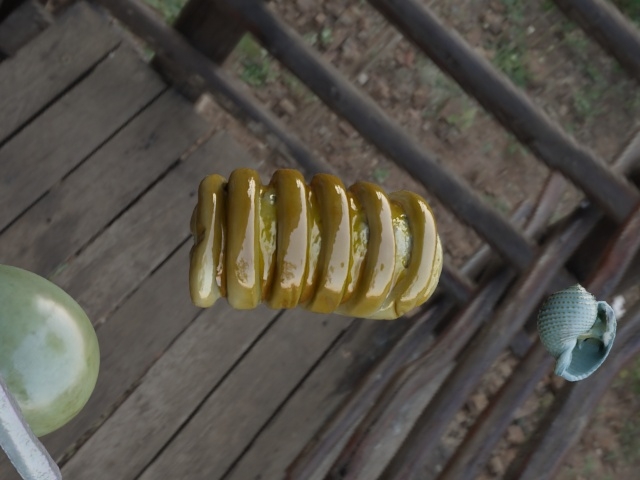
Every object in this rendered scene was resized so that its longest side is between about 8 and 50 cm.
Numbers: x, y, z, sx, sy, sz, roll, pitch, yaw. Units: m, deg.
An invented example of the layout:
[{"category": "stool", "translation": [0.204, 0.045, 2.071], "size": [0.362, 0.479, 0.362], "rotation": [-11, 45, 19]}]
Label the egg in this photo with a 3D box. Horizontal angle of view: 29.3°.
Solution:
[{"category": "egg", "translation": [-0.433, 0.139, 1.640], "size": [0.295, 0.218, 0.218], "rotation": [34, 53, 22]}]

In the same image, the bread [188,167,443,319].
[{"category": "bread", "translation": [0.000, 0.000, 1.454], "size": [0.311, 0.121, 0.173], "rotation": [4, 68, -13]}]

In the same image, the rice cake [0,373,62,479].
[{"category": "rice cake", "translation": [-0.358, 0.218, 1.422], "size": [0.047, 0.036, 0.207], "rotation": [-28, 125, -10]}]

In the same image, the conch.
[{"category": "conch", "translation": [0.237, 0.084, 1.153], "size": [0.076, 0.056, 0.085], "rotation": [14, 103, -26]}]
